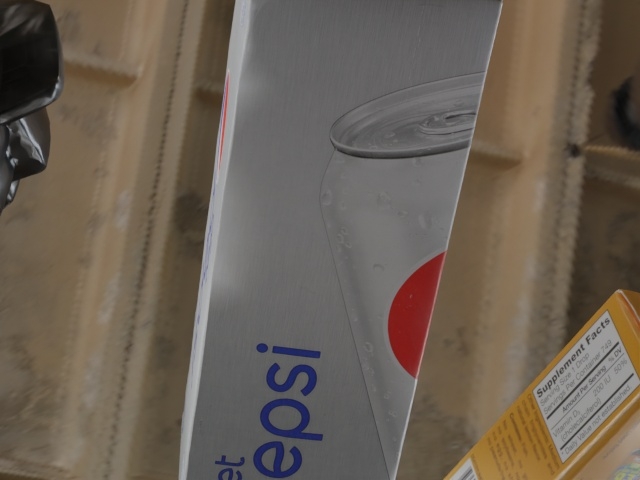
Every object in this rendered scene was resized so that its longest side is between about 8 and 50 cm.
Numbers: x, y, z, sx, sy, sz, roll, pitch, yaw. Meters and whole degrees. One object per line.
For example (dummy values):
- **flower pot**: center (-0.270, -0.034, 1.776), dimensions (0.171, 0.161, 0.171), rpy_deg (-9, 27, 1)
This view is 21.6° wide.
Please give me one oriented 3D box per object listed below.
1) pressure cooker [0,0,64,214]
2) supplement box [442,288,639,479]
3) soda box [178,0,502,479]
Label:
- **pressure cooker**: center (-0.385, -0.102, 1.032), dimensions (0.369, 0.420, 0.375), rpy_deg (22, -115, 26)
- **supplement box**: center (0.163, 0.135, 1.069), dimensions (0.078, 0.233, 0.080), rpy_deg (13, -138, -32)
- **soda box**: center (0.000, 0.000, 0.714), dimensions (0.098, 0.286, 0.091), rpy_deg (6, -147, -6)
